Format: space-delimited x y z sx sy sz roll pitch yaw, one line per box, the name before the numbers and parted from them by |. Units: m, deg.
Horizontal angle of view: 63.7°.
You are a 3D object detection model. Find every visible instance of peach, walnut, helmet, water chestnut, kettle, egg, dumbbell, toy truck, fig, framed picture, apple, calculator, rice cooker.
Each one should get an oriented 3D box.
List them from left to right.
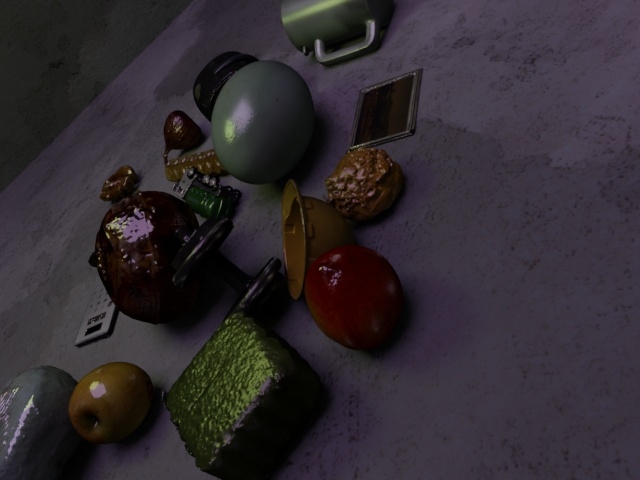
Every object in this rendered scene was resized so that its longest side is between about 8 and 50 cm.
calculator | -0.671 0.198 1.589 0.161 0.021 0.262 -23 45 24
apple | -0.474 0.366 1.181 0.182 0.183 0.155 -26 14 20
walnut | -0.769 -0.213 1.976 0.170 0.069 0.143 -21 47 26
water chestnut | -0.408 0.036 1.325 0.350 0.302 0.351 10 103 52
fig | -0.528 -0.367 1.872 0.201 0.133 0.146 -49 31 7
toy truck | -0.339 -0.133 1.538 0.242 0.101 0.125 27 88 45
dumbbell | -0.204 0.072 1.139 0.192 0.290 0.192 -50 5 6
rice cooker | -0.265 -0.463 1.642 0.267 0.267 0.224 -42 38 2
egg | -0.155 -0.325 1.408 0.275 0.276 0.389 -11 50 33
helmet | 0.000 0.000 1.105 0.205 0.140 0.257 130 138 -66
kettle | 0.046 -0.719 1.636 0.317 0.205 0.265 -3 53 35
peach | 0.058 0.096 0.946 0.197 0.197 0.198 -22 45 24
framed picture | 0.168 -0.347 1.365 0.196 0.014 0.253 -11 51 32

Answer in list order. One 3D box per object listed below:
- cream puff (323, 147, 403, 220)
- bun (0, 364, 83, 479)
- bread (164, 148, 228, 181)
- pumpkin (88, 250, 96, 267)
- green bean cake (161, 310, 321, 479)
cream puff | 0.089 -0.132 1.164 0.188 0.129 0.189 -24 41 23
bun | -0.707 0.478 1.248 0.354 0.194 0.355 -29 40 28
bread | -0.382 -0.249 1.684 0.367 0.077 0.084 -4 53 36
pumpkin | -0.519 -0.026 1.510 0.312 0.148 0.169 -62 11 -29
green bean cake | -0.144 0.293 0.975 0.250 0.156 0.246 -51 40 -7
